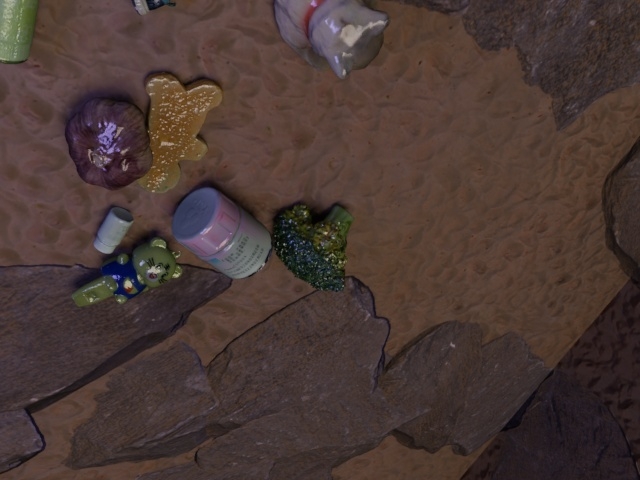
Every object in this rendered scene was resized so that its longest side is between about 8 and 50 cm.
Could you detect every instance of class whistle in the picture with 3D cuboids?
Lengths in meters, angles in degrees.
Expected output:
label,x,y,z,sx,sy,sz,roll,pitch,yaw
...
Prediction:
label,x,y,z,sx,sy,sz,roll,pitch,yaw
whistle,-0.381,0.070,1.227,0.227,0.085,0.105,-26,127,-7

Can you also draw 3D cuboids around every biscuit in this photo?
label,x,y,z,sx,sy,sz,roll,pitch,yaw
biscuit,-0.270,-0.186,1.100,0.153,0.030,0.234,6,125,-28

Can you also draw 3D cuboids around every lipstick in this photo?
label,x,y,z,sx,sy,sz,roll,pitch,yaw
lipstick,-0.400,-0.384,0.819,0.076,0.076,0.304,6,124,-34

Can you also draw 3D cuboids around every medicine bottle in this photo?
label,x,y,z,sx,sy,sz,roll,pitch,yaw
medicine bottle,-0.391,-0.019,1.169,0.047,0.047,0.083,19,117,-40
medicine bottle,-0.193,-0.014,1.224,0.135,0.135,0.168,-39,137,7

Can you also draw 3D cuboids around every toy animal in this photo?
label,x,y,z,sx,sy,sz,roll,pitch,yaw
toy animal,0.043,-0.423,0.969,0.308,0.188,0.266,-42,127,15

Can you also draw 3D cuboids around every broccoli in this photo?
label,x,y,z,sx,sy,sz,roll,pitch,yaw
broccoli,0.000,0.000,1.364,0.194,0.194,0.219,-42,113,10

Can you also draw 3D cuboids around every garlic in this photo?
label,x,y,z,sx,sy,sz,roll,pitch,yaw
garlic,-0.347,-0.154,1.014,0.147,0.102,0.159,30,121,-3

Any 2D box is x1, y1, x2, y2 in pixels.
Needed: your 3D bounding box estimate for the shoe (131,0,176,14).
label,x,y,z,sx,sy,sz,roll,pitch,yaw
shoe,-0.248,-0.400,0.898,0.071,0.064,0.143,-13,136,-18
